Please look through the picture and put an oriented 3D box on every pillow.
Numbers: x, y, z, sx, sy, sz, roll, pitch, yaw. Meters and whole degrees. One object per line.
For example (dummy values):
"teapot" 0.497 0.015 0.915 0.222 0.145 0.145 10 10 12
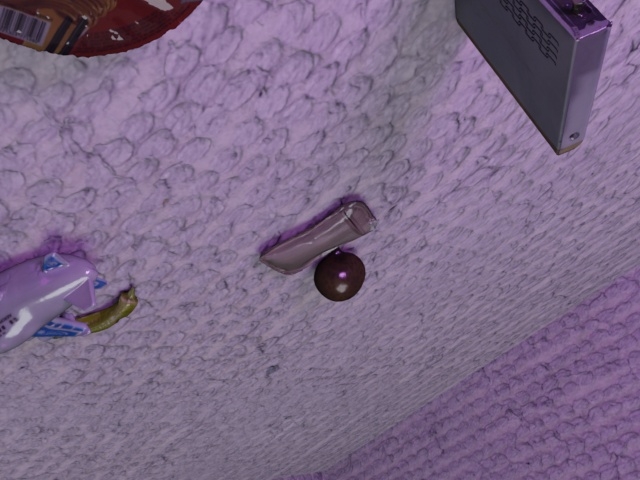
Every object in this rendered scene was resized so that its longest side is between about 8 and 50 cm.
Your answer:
"pillow" 0.000 0.000 1.162 0.232 0.038 0.130 -29 151 13

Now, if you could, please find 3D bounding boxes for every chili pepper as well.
"chili pepper" -0.420 0.150 1.135 0.208 0.043 0.049 -27 160 10

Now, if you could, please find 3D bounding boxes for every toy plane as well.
"toy plane" -0.469 0.101 0.959 0.266 0.123 0.267 -13 148 -8

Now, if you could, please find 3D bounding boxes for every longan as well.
"longan" 0.040 0.070 1.246 0.113 0.092 0.114 -2 103 -7

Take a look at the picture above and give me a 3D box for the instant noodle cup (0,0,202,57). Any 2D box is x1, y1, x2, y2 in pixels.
"instant noodle cup" -0.221 -0.299 0.532 0.273 0.091 0.274 -15 147 -10

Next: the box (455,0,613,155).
"box" 0.231 -0.255 0.699 0.045 0.270 0.211 -23 147 1
